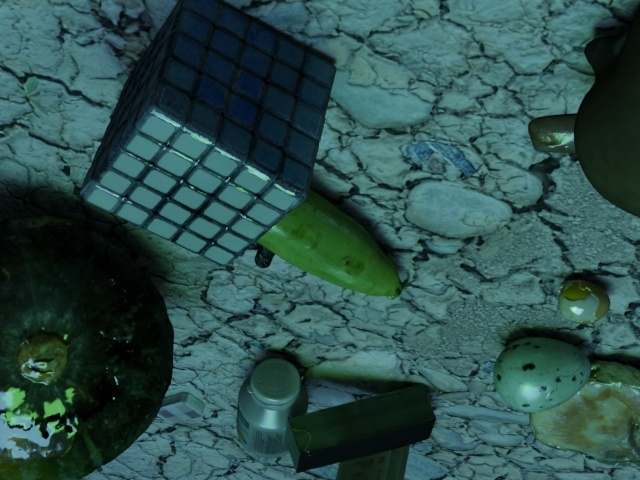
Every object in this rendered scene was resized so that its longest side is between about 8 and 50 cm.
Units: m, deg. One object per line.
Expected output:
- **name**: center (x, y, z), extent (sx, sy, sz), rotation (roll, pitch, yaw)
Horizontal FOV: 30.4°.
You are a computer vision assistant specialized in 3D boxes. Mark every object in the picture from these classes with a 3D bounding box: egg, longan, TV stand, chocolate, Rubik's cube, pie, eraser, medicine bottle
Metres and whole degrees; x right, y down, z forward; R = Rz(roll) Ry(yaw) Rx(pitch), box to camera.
- **egg**: center (0.417, 0.098, 1.864), extent (0.083, 0.071, 0.071), rotation (7, 144, 3)
- **longan**: center (0.434, -0.148, 1.396), extent (0.243, 0.300, 0.300), rotation (-15, 162, -38)
- **TV stand**: center (0.073, 0.352, 2.204), extent (0.269, 0.083, 0.088), rotation (-12, 147, -13)
- **egg**: center (0.377, 0.226, 2.009), extent (0.164, 0.131, 0.131), rotation (-9, 142, 2)
- **chocolate**: center (0.331, -0.141, 1.601), extent (0.100, 0.031, 0.064), rotation (-1, 138, 20)
- **Rubik's cube**: center (-0.148, -0.144, 1.566), extent (0.237, 0.237, 0.238), rotation (25, 142, -19)
- **pie**: center (0.524, 0.318, 2.130), extent (0.337, 0.075, 0.337), rotation (12, 148, 8)
- **eraser**: center (-0.296, 0.350, 2.459), extent (0.105, 0.026, 0.065), rotation (-20, 131, 36)
- **medicine bottle**: center (-0.092, 0.316, 2.258), extent (0.135, 0.135, 0.215), rotation (11, 144, 2)

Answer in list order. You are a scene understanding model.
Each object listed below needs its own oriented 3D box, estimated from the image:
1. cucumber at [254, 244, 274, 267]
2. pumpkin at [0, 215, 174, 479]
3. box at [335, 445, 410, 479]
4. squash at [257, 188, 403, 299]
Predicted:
- **cucumber**: center (-0.078, -0.001, 1.911), extent (0.032, 0.032, 0.133), rotation (18, 144, -7)
- **pumpkin**: center (-0.466, 0.180, 1.939), extent (0.454, 0.454, 0.344), rotation (22, 164, -13)
- **box**: center (0.098, 0.471, 2.354), extent (0.141, 0.201, 0.058), rotation (-21, 128, 36)
- **squash**: center (0.003, 0.001, 1.820), extent (0.370, 0.118, 0.118), rotation (34, 139, -28)
